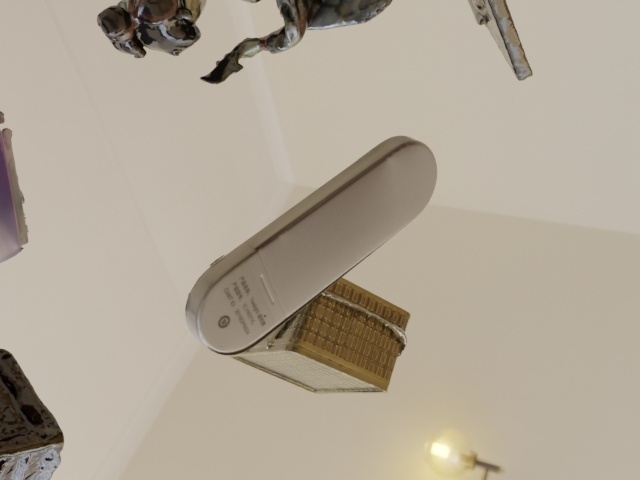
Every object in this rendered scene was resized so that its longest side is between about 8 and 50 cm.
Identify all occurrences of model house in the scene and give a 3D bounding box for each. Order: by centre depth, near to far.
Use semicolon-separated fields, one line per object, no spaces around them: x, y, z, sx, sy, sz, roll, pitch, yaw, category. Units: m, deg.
-0.278;0.159;0.619;0.165;0.152;0.106;-59;16;31;model house

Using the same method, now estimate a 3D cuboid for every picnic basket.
-0.005;0.090;0.777;0.115;0.164;0.079;28;-111;-21;picnic basket

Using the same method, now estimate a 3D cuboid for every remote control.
0.000;0.000;0.638;0.245;0.022;0.077;-37;-51;-20;remote control

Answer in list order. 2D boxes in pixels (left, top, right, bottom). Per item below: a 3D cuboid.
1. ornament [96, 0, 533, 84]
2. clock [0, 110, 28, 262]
-0.021;-0.144;0.448;0.153;0.196;0.166;45;-158;-57;ornament
-0.359;-0.066;0.732;0.073;0.193;0.144;-40;-37;-45;clock
